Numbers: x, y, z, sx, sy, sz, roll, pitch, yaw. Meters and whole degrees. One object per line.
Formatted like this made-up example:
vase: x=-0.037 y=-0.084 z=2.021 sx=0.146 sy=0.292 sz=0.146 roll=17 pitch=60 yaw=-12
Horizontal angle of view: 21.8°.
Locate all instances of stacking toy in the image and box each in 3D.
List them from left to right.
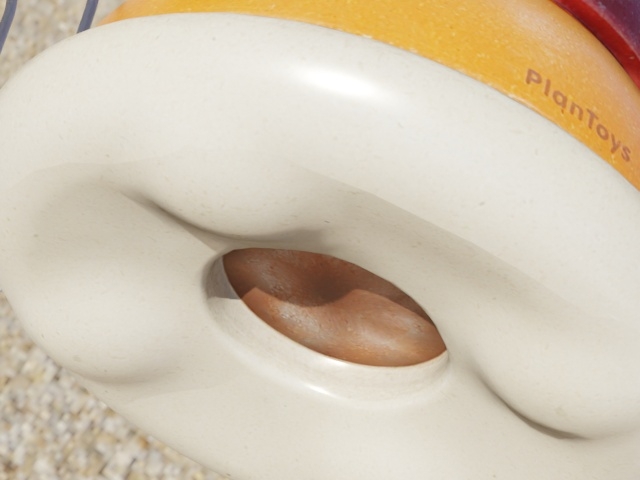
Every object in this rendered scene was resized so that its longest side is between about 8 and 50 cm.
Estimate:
stacking toy: x=0.071 y=-0.120 z=0.855 sx=0.350 sy=0.350 sz=0.480 roll=31 pitch=56 yaw=-11

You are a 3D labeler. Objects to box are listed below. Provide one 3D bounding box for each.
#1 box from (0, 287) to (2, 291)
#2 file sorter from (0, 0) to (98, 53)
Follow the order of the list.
box: x=-0.385 y=-0.044 z=1.862 sx=0.181 sy=0.182 sz=0.119 roll=-29 pitch=30 yaw=-27
file sorter: x=-0.312 y=-0.141 z=1.057 sx=0.173 sy=0.277 sz=0.193 roll=49 pitch=49 yaw=-52
